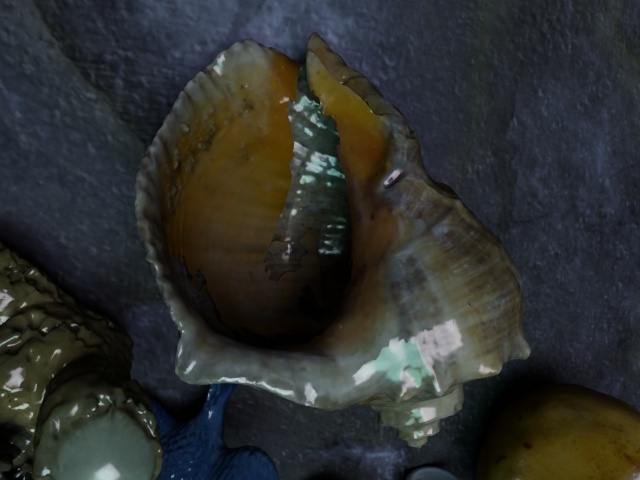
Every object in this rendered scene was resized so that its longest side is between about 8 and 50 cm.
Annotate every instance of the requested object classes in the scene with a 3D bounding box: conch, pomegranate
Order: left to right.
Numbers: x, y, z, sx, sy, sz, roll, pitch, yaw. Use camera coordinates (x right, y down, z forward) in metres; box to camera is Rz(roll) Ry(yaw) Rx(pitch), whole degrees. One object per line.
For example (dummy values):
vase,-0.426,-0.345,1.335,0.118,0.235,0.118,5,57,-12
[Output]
conch,-0.007,0.010,0.413,0.297,0.210,0.352,-11,63,-34
pomegranate,0.312,0.286,0.593,0.233,0.233,0.232,-5,105,-20

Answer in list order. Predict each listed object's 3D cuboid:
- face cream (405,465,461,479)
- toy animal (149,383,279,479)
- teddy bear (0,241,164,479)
face cream,0.143,0.438,0.639,0.082,0.082,0.268,-4,106,-20
toy animal,-0.138,0.218,0.441,0.239,0.255,0.176,13,131,15
teddy bear,-0.262,0.152,0.371,0.267,0.156,0.256,41,85,15
